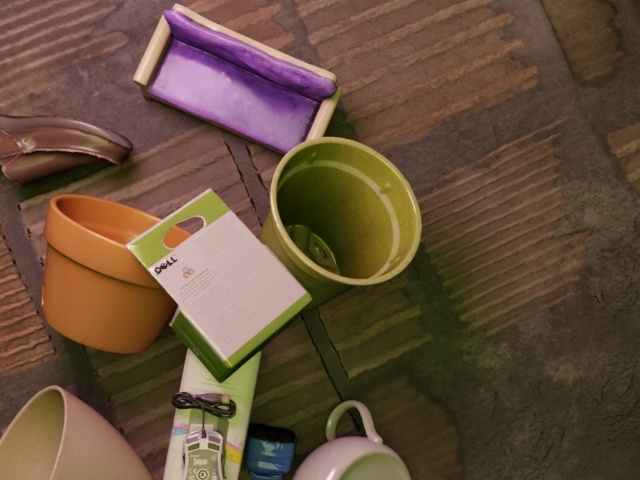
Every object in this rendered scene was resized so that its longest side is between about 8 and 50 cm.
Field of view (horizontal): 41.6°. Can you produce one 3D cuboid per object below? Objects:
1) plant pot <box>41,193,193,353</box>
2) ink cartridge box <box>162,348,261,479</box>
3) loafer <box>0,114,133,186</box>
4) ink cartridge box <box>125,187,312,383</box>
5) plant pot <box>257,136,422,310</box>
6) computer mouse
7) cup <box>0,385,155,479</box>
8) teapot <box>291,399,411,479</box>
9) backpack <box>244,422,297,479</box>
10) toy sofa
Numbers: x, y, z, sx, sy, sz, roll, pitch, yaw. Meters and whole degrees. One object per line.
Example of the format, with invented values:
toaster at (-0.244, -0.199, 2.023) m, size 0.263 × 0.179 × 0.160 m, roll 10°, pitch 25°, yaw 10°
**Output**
plant pot at (-0.362, 0.066, 1.486) m, size 0.291 × 0.291 × 0.203 m, roll 22°, pitch 99°, yaw -3°
ink cartridge box at (-0.193, 0.327, 1.491) m, size 0.131 × 0.226 × 0.306 m, roll 10°, pitch 85°, yaw -5°
loafer at (-0.528, -0.161, 1.562) m, size 0.366 × 0.134 × 0.130 m, roll 4°, pitch 89°, yaw 5°
ink cartridge box at (-0.170, 0.070, 1.377) m, size 0.189 × 0.097 × 0.255 m, roll -38°, pitch 82°, yaw -30°
plant pot at (0.000, 0.000, 1.502) m, size 0.276 × 0.254 × 0.276 m, roll 11°, pitch 60°, yaw -20°
computer mouse at (-0.192, 0.342, 1.357) m, size 0.106 × 0.042 × 0.193 m, roll 4°, pitch 79°, yaw -10°
cup at (-0.420, 0.445, 1.439) m, size 0.237 × 0.331 × 0.331 m, roll 31°, pitch 82°, yaw -29°
teapot at (0.033, 0.462, 1.529) m, size 0.256 × 0.187 × 0.252 m, roll -31°, pitch 109°, yaw -33°
backpack at (-0.091, 0.393, 1.547) m, size 0.098 × 0.120 × 0.101 m, roll 5°, pitch 84°, yaw -6°
toy sofa at (-0.153, -0.284, 1.576) m, size 0.362 × 0.177 × 0.150 m, roll 23°, pitch 83°, yaw -4°
